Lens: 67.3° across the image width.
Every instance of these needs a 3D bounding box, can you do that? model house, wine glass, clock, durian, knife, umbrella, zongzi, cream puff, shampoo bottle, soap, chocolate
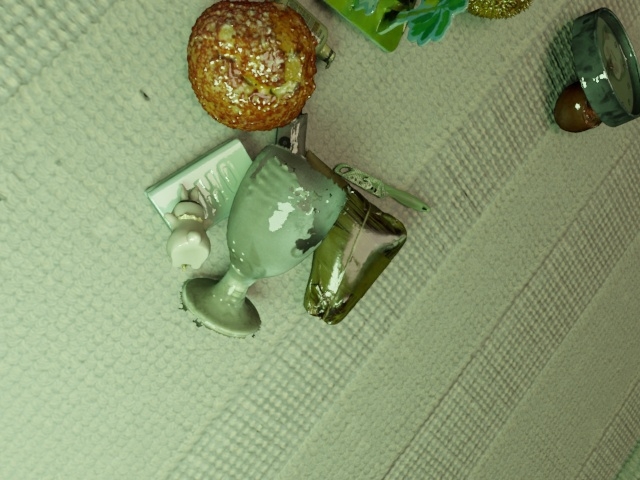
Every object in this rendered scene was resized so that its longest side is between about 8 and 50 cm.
[{"bbox_3d":[0.206,-0.562,0.903,0.242,0.312,0.358,24,89,-34],"label":"model house"},{"bbox_3d":[-0.104,-0.001,0.883,0.190,0.191,0.357,27,109,-29],"label":"wine glass"},{"bbox_3d":[0.782,-0.467,1.299,0.318,0.066,0.320,10,74,-37],"label":"clock"},{"bbox_3d":[0.396,-0.570,1.091,0.158,0.168,0.137,-12,126,-64],"label":"durian"},{"bbox_3d":[0.152,-0.116,1.133,0.292,0.019,0.043,22,91,-28],"label":"knife"},{"bbox_3d":[-0.066,-0.143,0.985,0.067,0.073,0.338,1,99,-22],"label":"umbrella"},{"bbox_3d":[0.000,0.000,1.032,0.300,0.145,0.274,40,87,-9],"label":"zongzi"},{"bbox_3d":[-0.119,-0.308,0.850,0.239,0.164,0.240,-1,100,-7],"label":"cream puff"},{"bbox_3d":[-0.035,-0.408,0.946,0.161,0.079,0.079,31,85,-29],"label":"shampoo bottle"},{"bbox_3d":[-0.217,-0.095,0.920,0.198,0.066,0.119,-36,112,-17],"label":"soap"},{"bbox_3d":[0.701,-0.367,1.304,0.127,0.124,0.133,-22,115,16],"label":"chocolate"}]

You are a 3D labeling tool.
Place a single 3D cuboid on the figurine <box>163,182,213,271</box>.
[{"bbox_3d":[-0.242,-0.022,0.837,0.081,0.146,0.098,27,120,-40],"label":"figurine"}]
